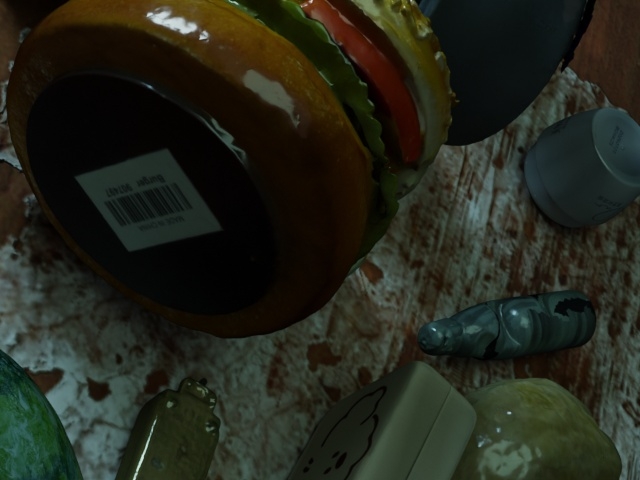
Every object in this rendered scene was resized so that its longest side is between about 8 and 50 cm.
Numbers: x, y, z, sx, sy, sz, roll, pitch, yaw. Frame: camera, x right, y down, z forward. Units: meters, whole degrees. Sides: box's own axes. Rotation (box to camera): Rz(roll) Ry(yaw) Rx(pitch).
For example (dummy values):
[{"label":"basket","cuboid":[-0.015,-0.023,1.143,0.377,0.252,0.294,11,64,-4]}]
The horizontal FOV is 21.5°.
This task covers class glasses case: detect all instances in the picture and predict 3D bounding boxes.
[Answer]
[{"label":"glasses case","cuboid":[0.007,0.246,1.328,0.076,0.144,0.336,43,46,-12]}]

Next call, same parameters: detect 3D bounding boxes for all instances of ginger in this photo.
[{"label":"ginger","cuboid":[0.172,0.199,1.498,0.267,0.152,0.138,-20,50,-39]}]

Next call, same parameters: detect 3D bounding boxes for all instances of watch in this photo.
[{"label":"watch","cuboid":[0.115,-0.276,1.576,0.314,0.335,0.326,17,47,-32]}]

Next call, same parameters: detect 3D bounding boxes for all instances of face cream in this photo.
[{"label":"face cream","cuboid":[0.279,-0.076,1.755,0.117,0.104,0.117,18,57,-31]}]

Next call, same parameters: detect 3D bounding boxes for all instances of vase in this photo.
[{"label":"vase","cuboid":[0.174,0.084,1.612,0.211,0.060,0.060,-4,69,-39]}]

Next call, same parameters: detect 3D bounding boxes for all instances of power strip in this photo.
[{"label":"power strip","cuboid":[-0.139,0.230,1.291,0.064,0.044,0.305,33,51,-20]}]

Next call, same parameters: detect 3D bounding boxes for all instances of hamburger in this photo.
[{"label":"hamburger","cuboid":[-0.065,-0.107,1.333,0.330,0.330,0.250,47,50,-9]}]

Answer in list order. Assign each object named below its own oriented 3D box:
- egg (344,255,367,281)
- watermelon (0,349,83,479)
[{"label":"egg","cuboid":[0.000,0.000,1.510,0.083,0.071,0.071,40,47,-12]},{"label":"watermelon","cuboid":[-0.282,0.144,1.163,0.305,0.180,0.224,49,2,-1]}]
